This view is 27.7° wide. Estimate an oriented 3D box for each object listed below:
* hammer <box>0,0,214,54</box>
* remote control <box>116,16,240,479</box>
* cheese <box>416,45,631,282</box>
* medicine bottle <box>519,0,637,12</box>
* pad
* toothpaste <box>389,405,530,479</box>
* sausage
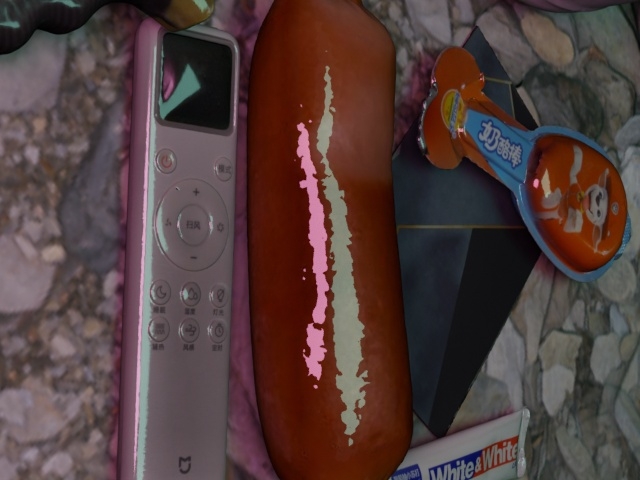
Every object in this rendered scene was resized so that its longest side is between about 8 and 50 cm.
[{"bbox_3d":[-0.155,-0.109,0.600,0.226,0.041,0.159,-24,105,-36],"label":"hammer"},{"bbox_3d":[-0.073,0.011,0.694,0.067,0.029,0.261,6,84,-44],"label":"remote control"},{"bbox_3d":[0.150,-0.047,0.906,0.256,0.037,0.106,31,66,-41],"label":"cheese"},{"bbox_3d":[0.254,-0.292,0.826,0.256,0.324,0.256,5,83,-45],"label":"medicine bottle"},{"bbox_3d":[0.094,-0.008,0.879,0.164,0.004,0.243,52,55,-30],"label":"pad"},{"bbox_3d":[0.072,0.147,0.833,0.218,0.033,0.052,-5,101,-48],"label":"toothpaste"},{"bbox_3d":[0.000,0.000,0.732,0.089,0.083,0.300,0,85,-35],"label":"sausage"}]
